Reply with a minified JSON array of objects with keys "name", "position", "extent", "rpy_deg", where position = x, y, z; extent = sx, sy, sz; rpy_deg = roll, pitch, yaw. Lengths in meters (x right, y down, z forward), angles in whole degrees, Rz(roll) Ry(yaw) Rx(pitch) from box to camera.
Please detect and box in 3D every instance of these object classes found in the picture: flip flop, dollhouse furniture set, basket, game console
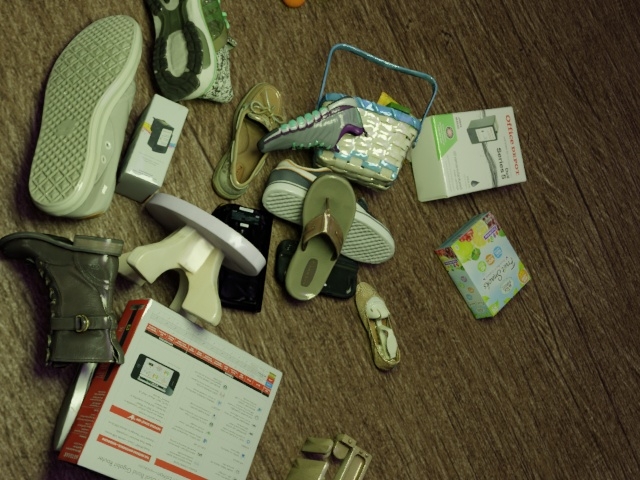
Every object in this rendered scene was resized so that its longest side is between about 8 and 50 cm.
[{"name":"flip flop","position":[0.000,0.000,1.532],"extent":[0.112,0.080,0.277],"rpy_deg":[18,103,-13]},{"name":"dollhouse furniture set","position":[0.179,-0.250,1.806],"extent":[0.059,0.076,0.151],"rpy_deg":[13,74,-24]},{"name":"basket","position":[0.103,-0.272,1.679],"extent":[0.255,0.201,0.288],"rpy_deg":[20,83,-3]},{"name":"game console","position":[-0.077,0.059,1.611],"extent":[0.362,0.044,0.213],"rpy_deg":[15,74,-26]},{"name":"dollhouse furniture set","position":[0.043,0.469,1.541],"extent":[0.151,0.123,0.144],"rpy_deg":[38,63,-18]}]

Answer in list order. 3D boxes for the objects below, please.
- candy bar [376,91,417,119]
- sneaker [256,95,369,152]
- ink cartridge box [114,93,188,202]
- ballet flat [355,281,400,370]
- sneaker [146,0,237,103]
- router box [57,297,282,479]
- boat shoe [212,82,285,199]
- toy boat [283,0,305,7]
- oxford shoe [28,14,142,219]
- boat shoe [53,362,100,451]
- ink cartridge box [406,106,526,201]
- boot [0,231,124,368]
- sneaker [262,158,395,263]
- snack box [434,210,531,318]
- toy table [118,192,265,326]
[{"name":"candy bar","position":[0.207,-0.304,1.870],"extent":[0.161,0.018,0.040],"rpy_deg":[35,68,-20]},{"name":"sneaker","position":[-0.015,-0.209,1.542],"extent":[0.224,0.083,0.098],"rpy_deg":[-25,93,1]},{"name":"ink cartridge box","position":[-0.331,-0.176,1.463],"extent":[0.072,0.127,0.175],"rpy_deg":[23,68,-22]},{"name":"ballet flat","position":[0.135,0.188,1.690],"extent":[0.073,0.067,0.206],"rpy_deg":[-18,88,-31]},{"name":"sneaker","position":[-0.256,-0.462,1.595],"extent":[0.182,0.158,0.410],"rpy_deg":[19,64,-59]},{"name":"router box","position":[-0.257,0.312,1.379],"extent":[0.335,0.082,0.301],"rpy_deg":[37,61,-33]},{"name":"boat shoe","position":[-0.138,-0.218,1.607],"extent":[0.105,0.089,0.285],"rpy_deg":[26,67,-23]},{"name":"toy boat","position":[-0.047,-0.610,1.738],"extent":[0.231,0.151,0.151],"rpy_deg":[9,105,-28]},{"name":"oxford shoe","position":[-0.428,-0.231,1.428],"extent":[0.130,0.169,0.449],"rpy_deg":[59,34,-60]},{"name":"boat shoe","position":[-0.408,0.271,1.348],"extent":[0.070,0.078,0.219],"rpy_deg":[25,66,-22]},{"name":"ink cartridge box","position":[0.362,-0.216,1.874],"extent":[0.273,0.115,0.198],"rpy_deg":[-13,93,-32]},{"name":"boot","position":[-0.449,0.104,1.297],"extent":[0.091,0.263,0.228],"rpy_deg":[14,80,-70]},{"name":"sneaker","position":[0.031,-0.071,1.638],"extent":[0.321,0.126,0.127],"rpy_deg":[30,44,-21]},{"name":"snack box","position":[0.404,0.060,1.874],"extent":[0.174,0.070,0.207],"rpy_deg":[-38,101,-31]},{"name":"toy table","position":[-0.253,0.040,1.408],"extent":[0.160,0.274,0.252],"rpy_deg":[-55,140,-19]}]
